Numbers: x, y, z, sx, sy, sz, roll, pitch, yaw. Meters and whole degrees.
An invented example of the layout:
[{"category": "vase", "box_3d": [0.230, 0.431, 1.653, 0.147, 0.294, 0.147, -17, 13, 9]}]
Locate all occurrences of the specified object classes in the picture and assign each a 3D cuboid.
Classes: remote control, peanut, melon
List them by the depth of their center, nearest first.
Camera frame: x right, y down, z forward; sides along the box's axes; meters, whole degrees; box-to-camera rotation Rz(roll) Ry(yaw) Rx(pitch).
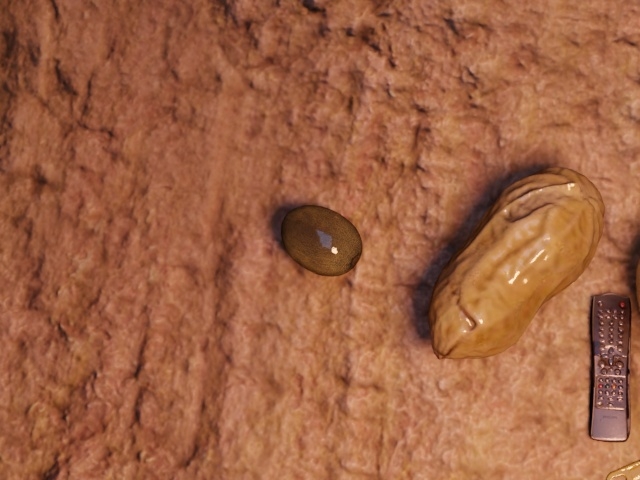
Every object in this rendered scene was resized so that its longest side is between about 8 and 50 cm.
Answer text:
[{"category": "peanut", "box_3d": [0.272, 0.038, 1.699, 0.340, 0.158, 0.174, -48, 34, -5]}, {"category": "remote control", "box_3d": [0.409, 0.178, 1.704, 0.059, 0.028, 0.212, 2, 72, 12]}, {"category": "melon", "box_3d": [0.000, 0.000, 1.779, 0.130, 0.098, 0.098, 26, 78, 21]}]

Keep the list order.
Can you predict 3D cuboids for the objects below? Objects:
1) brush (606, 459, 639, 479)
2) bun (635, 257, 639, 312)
[{"category": "brush", "box_3d": [0.487, 0.295, 1.664, 0.205, 0.011, 0.083, -25, 72, 0]}, {"category": "bun", "box_3d": [0.567, 0.082, 1.653, 0.287, 0.146, 0.287, 1, 61, -3]}]
